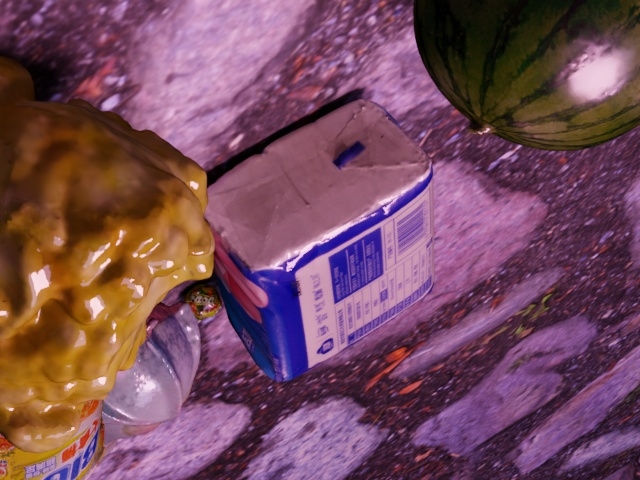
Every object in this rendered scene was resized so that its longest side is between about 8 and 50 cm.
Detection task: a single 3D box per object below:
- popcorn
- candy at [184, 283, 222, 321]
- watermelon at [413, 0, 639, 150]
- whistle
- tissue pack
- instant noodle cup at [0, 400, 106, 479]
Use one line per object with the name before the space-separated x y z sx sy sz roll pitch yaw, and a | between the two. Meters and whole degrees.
popcorn | -0.221 0.011 1.300 0.250 0.241 0.235 -58 166 24
candy | -0.127 0.077 1.858 0.035 0.035 0.123 -39 171 -21
watermelon | 0.195 -0.190 1.470 0.242 0.242 0.242 -29 158 -13
whistle | -0.205 0.145 1.770 0.142 0.133 0.346 -69 -172 -29
tissue pack | 0.000 0.000 1.734 0.209 0.137 0.270 -30 155 -10
instant noodle cup | -0.265 0.105 1.513 0.205 0.205 0.153 -17 143 -38
